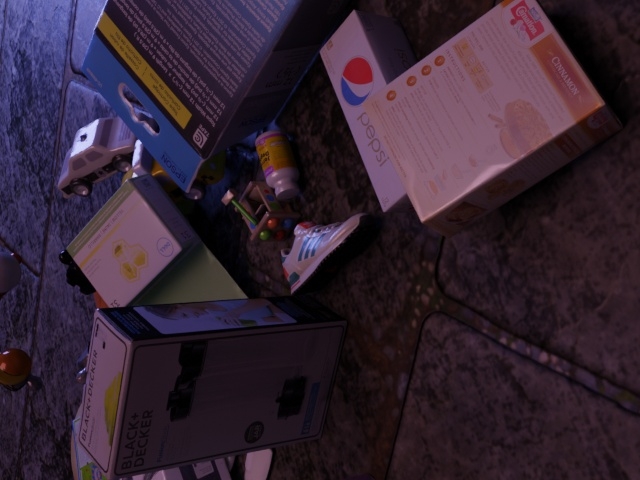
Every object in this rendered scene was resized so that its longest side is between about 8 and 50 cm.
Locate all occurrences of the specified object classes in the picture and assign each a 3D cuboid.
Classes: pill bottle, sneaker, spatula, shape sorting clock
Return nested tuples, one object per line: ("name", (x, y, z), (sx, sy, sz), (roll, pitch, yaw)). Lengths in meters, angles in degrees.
("pill bottle", (-0.052, -0.095, 1.140), (0.043, 0.043, 0.083), (-39, 61, 44))
("sneaker", (0.000, 0.000, 1.066), (0.161, 0.057, 0.075), (-47, 62, 44))
("spatula", (-0.105, 0.210, 1.235), (0.168, 0.019, 0.241), (31, 113, 52))
("shape sorting clock", (-0.375, 0.361, 1.544), (0.206, 0.040, 0.206), (-6, 82, 52))

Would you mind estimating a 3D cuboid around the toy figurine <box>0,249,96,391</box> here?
("toy figurine", (-0.397, 0.112, 1.325), (0.148, 0.213, 0.209), (144, 118, -61))

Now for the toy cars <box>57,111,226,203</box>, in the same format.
("toy cars", (-0.291, -0.123, 1.343), (0.394, 0.087, 0.176), (20, 72, 49))

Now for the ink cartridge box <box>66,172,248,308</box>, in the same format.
("ink cartridge box", (-0.222, 0.050, 1.230), (0.171, 0.056, 0.235), (-41, 84, 32))

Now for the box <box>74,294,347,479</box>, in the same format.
("box", (-0.120, 0.160, 1.033), (0.087, 0.290, 0.169), (30, 113, 47))

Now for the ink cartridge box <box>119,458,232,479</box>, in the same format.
("ink cartridge box", (-0.205, 0.353, 1.280), (0.172, 0.100, 0.237), (-52, 53, 45))

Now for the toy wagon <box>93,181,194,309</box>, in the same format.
("toy wagon", (-0.297, 0.041, 1.423), (0.344, 0.068, 0.267), (22, 107, 48))

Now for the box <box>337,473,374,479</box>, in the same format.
("box", (-0.037, 0.389, 0.971), (0.117, 0.243, 0.213), (39, 119, 43))

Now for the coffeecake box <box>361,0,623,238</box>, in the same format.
("coffeecake box", (0.152, -0.114, 0.821), (0.186, 0.068, 0.142), (-34, 62, 20))

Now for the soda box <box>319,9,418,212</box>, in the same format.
("soda box", (0.075, -0.138, 0.964), (0.074, 0.069, 0.216), (-42, 59, 43))

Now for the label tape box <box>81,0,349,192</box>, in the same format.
("label tape box", (-0.144, -0.269, 1.146), (0.249, 0.115, 0.347), (49, 131, 14))

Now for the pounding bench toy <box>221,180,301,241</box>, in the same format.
("pounding bench toy", (-0.078, -0.034, 1.141), (0.052, 0.083, 0.065), (-55, 51, 36))
